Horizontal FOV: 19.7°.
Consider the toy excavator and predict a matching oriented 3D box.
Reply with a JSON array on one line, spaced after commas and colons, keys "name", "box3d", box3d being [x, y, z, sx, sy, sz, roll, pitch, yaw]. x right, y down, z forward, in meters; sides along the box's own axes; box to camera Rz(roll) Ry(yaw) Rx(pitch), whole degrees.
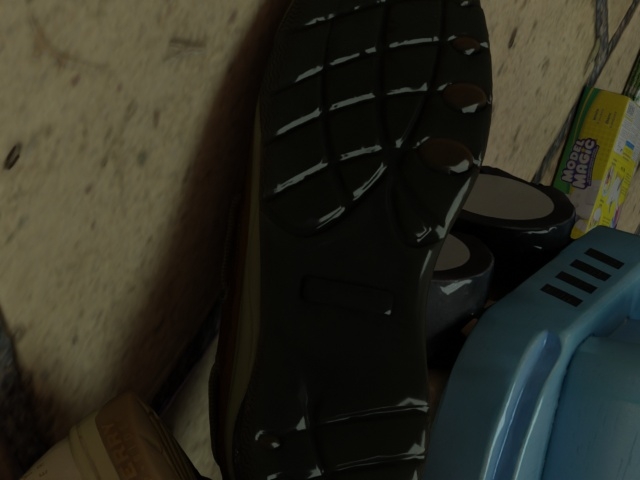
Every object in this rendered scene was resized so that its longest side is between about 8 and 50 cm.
[{"name": "toy excavator", "box3d": [0.245, 0.119, 1.153, 0.433, 0.445, 0.222, -28, 133, -59]}]

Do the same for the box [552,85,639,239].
[{"name": "box", "box3d": [0.220, -0.030, 1.518, 0.105, 0.043, 0.179, 18, 89, -68]}]

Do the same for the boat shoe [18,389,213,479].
[{"name": "boat shoe", "box3d": [-0.083, 0.182, 0.909, 0.110, 0.121, 0.341, -29, 146, -3]}]

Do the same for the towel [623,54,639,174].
[{"name": "towel", "box3d": [0.287, -0.109, 1.636, 0.152, 0.023, 0.113, -66, 157, -12]}]

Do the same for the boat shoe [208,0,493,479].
[{"name": "boat shoe", "box3d": [0.000, 0.000, 0.947, 0.120, 0.123, 0.324, 154, -50, -68]}]
